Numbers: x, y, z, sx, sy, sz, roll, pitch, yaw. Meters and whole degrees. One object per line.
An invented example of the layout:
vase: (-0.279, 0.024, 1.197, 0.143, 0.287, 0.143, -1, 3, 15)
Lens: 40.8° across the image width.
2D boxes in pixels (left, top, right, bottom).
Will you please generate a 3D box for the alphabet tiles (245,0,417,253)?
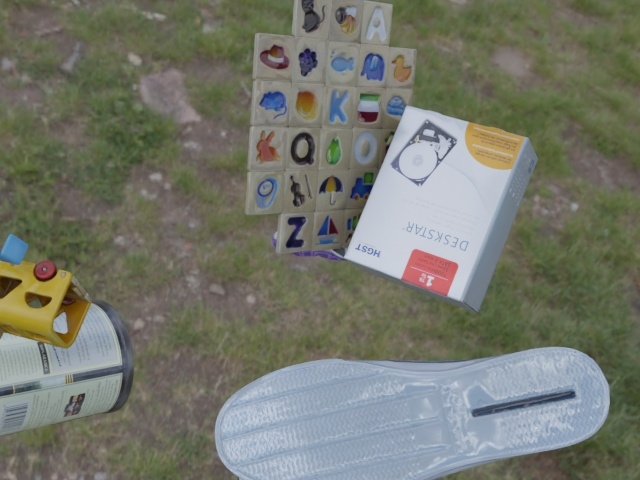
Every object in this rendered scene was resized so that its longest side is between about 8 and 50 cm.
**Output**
alphabet tiles: (0.020, -0.154, 1.167, 0.285, 0.342, 0.011, -6, 16, -40)

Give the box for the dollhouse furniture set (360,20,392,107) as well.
dollhouse furniture set: (0.050, -0.228, 1.273, 0.182, 0.101, 0.161, -29, 64, -12)

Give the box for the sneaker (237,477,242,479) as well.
sneaker: (-0.011, 0.272, 0.962, 0.124, 0.178, 0.295, 41, 34, -34)

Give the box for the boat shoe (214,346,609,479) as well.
boat shoe: (0.071, 0.146, 0.678, 0.302, 0.094, 0.109, -6, 72, 2)

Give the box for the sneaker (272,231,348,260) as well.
sneaker: (0.000, 0.000, 1.370, 0.170, 0.071, 0.068, 13, 68, -32)

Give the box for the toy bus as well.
toy bus: (-0.419, 0.081, 1.165, 0.191, 0.202, 0.104, 32, 61, -28)

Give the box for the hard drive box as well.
hard drive box: (0.165, -0.044, 1.168, 0.181, 0.089, 0.232, 19, 84, 26)

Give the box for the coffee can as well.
coffee can: (-0.483, 0.214, 1.436, 0.275, 0.201, 0.201, -5, 47, -44)
